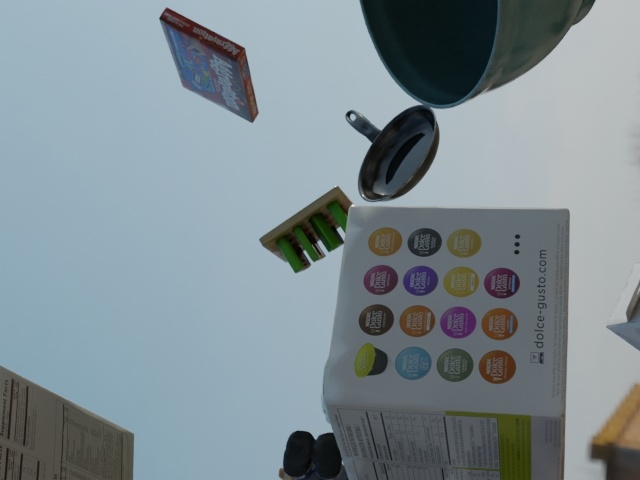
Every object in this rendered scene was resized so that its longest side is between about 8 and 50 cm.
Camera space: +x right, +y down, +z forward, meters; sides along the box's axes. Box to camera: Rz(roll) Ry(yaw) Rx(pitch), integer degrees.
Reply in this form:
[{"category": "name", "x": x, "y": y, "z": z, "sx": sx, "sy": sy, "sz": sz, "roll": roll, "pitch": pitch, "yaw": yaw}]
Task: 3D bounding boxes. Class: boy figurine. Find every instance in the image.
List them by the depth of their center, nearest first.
[{"category": "boy figurine", "x": 0.022, "y": 0.419, "z": 2.207, "sx": 0.285, "sy": 0.177, "sz": 0.092, "roll": 64, "pitch": -150, "yaw": -60}]

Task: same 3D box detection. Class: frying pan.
[{"category": "frying pan", "x": 0.107, "y": -0.148, "z": 2.263, "sx": 0.053, "sy": 0.326, "sz": 0.197, "roll": 33, "pitch": -104, "yaw": -26}]

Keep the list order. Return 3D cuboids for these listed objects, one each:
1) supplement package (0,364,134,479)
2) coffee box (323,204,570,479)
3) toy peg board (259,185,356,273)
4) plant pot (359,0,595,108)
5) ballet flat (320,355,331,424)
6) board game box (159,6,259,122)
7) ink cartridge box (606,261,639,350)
[{"category": "supplement package", "x": -0.396, "y": 0.314, "z": 1.608, "sx": 0.262, "sy": 0.199, "sz": 0.198, "roll": 39, "pitch": -142, "yaw": -45}, {"category": "coffee box", "x": 0.203, "y": 0.178, "z": 1.917, "sx": 0.338, "sy": 0.334, "sz": 0.338, "roll": 75, "pitch": -160, "yaw": -56}, {"category": "toy peg board", "x": 0.000, "y": 0.000, "z": 2.162, "sx": 0.079, "sy": 0.161, "sz": 0.160, "roll": 58, "pitch": -175, "yaw": 17}, {"category": "plant pot", "x": 0.195, "y": -0.314, "z": 1.455, "sx": 0.196, "sy": 0.293, "sz": 0.293, "roll": -16, "pitch": -65, "yaw": -26}, {"category": "ballet flat", "x": 0.116, "y": 0.320, "z": 2.461, "sx": 0.482, "sy": 0.182, "sz": 0.164, "roll": 23, "pitch": -119, "yaw": -46}, {"category": "board game box", "x": -0.178, "y": -0.282, "z": 2.087, "sx": 0.027, "sy": 0.145, "sz": 0.281, "roll": -61, "pitch": -9, "yaw": -12}, {"category": "ink cartridge box", "x": 0.397, "y": 0.082, "z": 1.408, "sx": 0.092, "sy": 0.143, "sz": 0.090, "roll": -60, "pitch": 14, "yaw": -20}]
